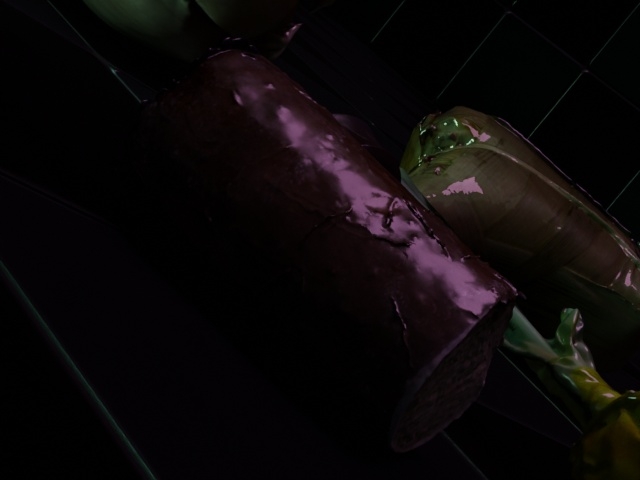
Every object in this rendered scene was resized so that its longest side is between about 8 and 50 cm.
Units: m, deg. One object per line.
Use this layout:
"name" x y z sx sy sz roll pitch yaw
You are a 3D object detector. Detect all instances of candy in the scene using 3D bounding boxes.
"candy" 0.095 0.044 0.665 0.073 0.077 0.262 30 17 -46

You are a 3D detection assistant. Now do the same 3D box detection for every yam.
"yam" 0.000 0.001 0.542 0.141 0.079 0.079 43 9 20

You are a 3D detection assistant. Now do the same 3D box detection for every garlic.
"garlic" -0.089 -0.194 0.922 0.160 0.214 0.191 -12 94 -59

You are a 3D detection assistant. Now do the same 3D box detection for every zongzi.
"zongzi" 0.115 0.014 0.916 0.194 0.099 0.197 39 19 0

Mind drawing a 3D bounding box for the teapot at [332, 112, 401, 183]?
"teapot" 0.006 -0.018 0.709 0.045 0.067 0.100 51 -19 41
